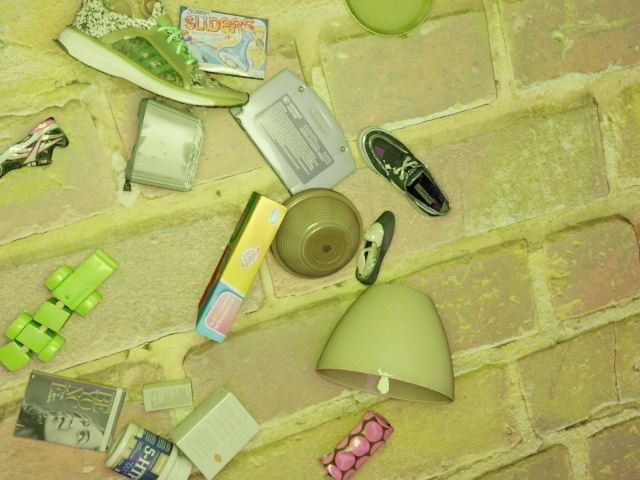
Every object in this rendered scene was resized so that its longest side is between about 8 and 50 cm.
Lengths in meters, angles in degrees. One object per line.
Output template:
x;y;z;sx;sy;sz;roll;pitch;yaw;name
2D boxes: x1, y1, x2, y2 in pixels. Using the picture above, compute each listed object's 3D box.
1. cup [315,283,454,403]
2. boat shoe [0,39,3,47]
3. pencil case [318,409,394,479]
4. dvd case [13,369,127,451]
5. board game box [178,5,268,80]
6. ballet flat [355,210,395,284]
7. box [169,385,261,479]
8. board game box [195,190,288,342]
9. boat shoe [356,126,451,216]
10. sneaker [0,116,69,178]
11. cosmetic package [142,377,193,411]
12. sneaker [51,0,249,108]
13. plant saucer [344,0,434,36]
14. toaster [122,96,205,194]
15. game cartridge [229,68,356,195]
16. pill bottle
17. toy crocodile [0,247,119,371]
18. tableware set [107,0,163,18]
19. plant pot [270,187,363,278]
0.173;0.245;1.283;0.331;0.331;0.236;19;67;-14;cup
-0.728;-0.424;1.107;0.100;0.035;0.035;15;122;-18;boat shoe
0.095;0.548;1.399;0.209;0.095;0.098;-45;89;-5;pencil case
-0.603;0.415;1.260;0.222;0.018;0.164;17;94;-14;dvd case
-0.226;-0.455;1.209;0.202;0.035;0.136;3;97;-12;board game box
0.136;0.018;1.334;0.074;0.074;0.203;16;97;-14;ballet flat
-0.259;0.469;1.283;0.170;0.091;0.130;-41;105;-22;box
-0.184;0.046;1.185;0.064;0.242;0.316;26;91;-13;board game box
0.216;-0.171;1.313;0.108;0.102;0.301;-44;105;-3;boat shoe
-0.633;-0.187;1.143;0.178;0.072;0.077;-38;115;1;sneaker
-0.377;0.382;1.293;0.115;0.041;0.060;-3;99;-12;cosmetic package
-0.334;-0.404;1.101;0.411;0.158;0.181;19;103;-16;sneaker
0.163;-0.619;1.271;0.241;0.037;0.240;-2;98;-12;plant saucer
-0.348;-0.199;1.172;0.147;0.129;0.226;13;94;-16;toaster
-0.054;-0.251;1.268;0.198;0.062;0.297;-38;104;-9;game cartridge
-0.414;0.535;1.271;0.187;0.112;0.112;34;90;-15;pill bottle
-0.601;0.161;1.189;0.115;0.105;0.340;40;83;-14;toy crocodile
-0.399;-0.474;1.160;0.141;0.020;0.168;-12;102;6;tableware set
0.000;0.000;1.259;0.238;0.109;0.237;-6;115;-14;plant pot
